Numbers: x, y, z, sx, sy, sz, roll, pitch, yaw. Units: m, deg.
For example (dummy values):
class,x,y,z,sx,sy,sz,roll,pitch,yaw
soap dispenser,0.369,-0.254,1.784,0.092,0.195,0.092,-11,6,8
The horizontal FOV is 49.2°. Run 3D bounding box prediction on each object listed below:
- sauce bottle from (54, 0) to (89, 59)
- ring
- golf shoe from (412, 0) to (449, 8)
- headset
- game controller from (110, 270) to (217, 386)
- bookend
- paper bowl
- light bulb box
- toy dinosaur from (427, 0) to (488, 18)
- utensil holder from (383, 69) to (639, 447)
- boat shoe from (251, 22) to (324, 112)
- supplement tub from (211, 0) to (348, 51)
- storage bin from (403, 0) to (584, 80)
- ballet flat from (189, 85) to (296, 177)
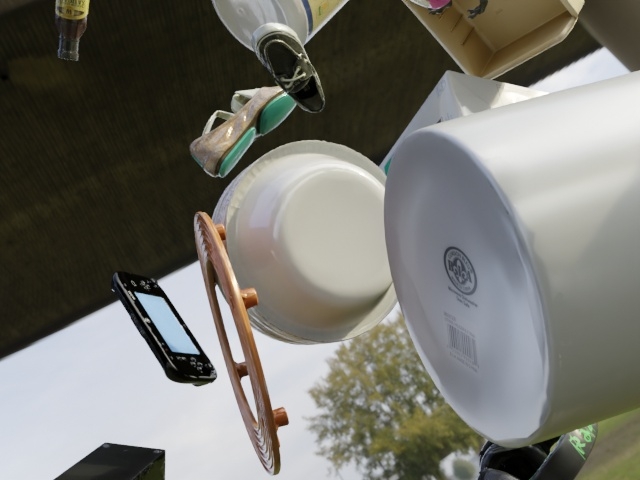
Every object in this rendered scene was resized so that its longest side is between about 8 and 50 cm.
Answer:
class,x,y,z,sx,sy,sz,roll,pitch,yaw
sauce bottle,-0.319,-0.298,0.899,0.042,0.042,0.128,-8,-68,-47
ring,-0.099,0.124,0.875,0.032,0.336,0.336,-15,-27,-16
golf shoe,0.081,-0.473,1.106,0.115,0.306,0.140,-54,9,-9
headset,0.299,0.409,1.193,0.394,0.185,0.243,-57,-12,29
game controller,-0.349,0.193,1.553,0.067,0.319,0.166,-42,-26,2
bookend,-0.215,0.301,0.676,0.072,0.157,0.156,3,6,11
paper bowl,0.000,0.000,0.967,0.284,0.284,0.148,-23,0,-26
light bulb box,0.363,-0.145,1.564,0.358,0.225,0.361,7,-34,-22
toy dinosaur,0.251,-0.445,1.211,0.118,0.268,0.064,105,-176,-50
utensil holder,0.297,-0.006,0.691,0.385,0.327,0.327,-14,-27,-16
boat shoe,-0.046,-0.302,1.243,0.078,0.070,0.219,-31,-29,13
supplement tub,-0.043,-0.539,1.386,0.316,0.228,0.228,-50,-15,-25
storage bin,0.363,-0.502,1.467,0.260,0.262,0.123,-21,29,55
ballet flat,-0.165,-0.261,1.496,0.316,0.106,0.107,-50,-13,-37
